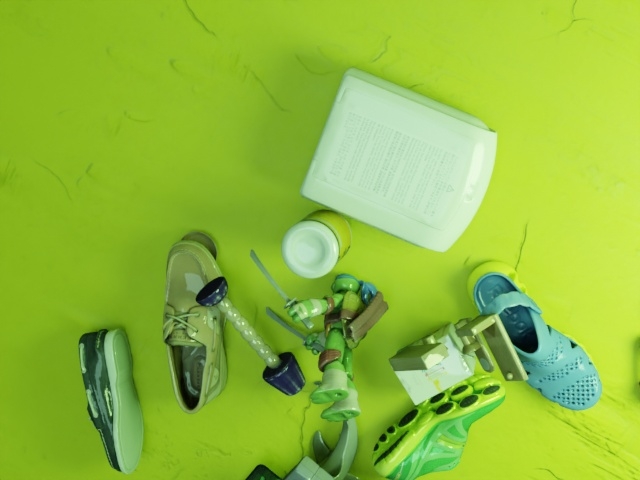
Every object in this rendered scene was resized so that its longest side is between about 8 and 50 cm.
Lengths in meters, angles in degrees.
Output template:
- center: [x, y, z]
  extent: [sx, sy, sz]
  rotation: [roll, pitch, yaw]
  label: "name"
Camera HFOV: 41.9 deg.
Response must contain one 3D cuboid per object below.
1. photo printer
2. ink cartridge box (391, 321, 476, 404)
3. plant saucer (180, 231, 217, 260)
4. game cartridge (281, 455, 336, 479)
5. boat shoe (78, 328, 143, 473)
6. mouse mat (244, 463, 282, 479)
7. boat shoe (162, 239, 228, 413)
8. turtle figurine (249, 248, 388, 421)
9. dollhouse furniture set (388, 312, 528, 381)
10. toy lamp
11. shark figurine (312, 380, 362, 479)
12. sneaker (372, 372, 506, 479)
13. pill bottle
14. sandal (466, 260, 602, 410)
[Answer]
- center: [0.147, -0.136, 1.490]
  extent: [0.307, 0.107, 0.256]
  rotation: [23, 106, 8]
  label: "photo printer"
- center: [0.219, 0.223, 1.555]
  extent: [0.143, 0.092, 0.090]
  rotation: [-32, 92, 16]
  label: "ink cartridge box"
- center: [-0.243, 0.021, 1.666]
  extent: [0.083, 0.015, 0.083]
  rotation: [3, 103, 13]
  label: "plant saucer"
- center: [-0.034, 0.596, 1.656]
  extent: [0.230, 0.068, 0.355]
  rotation: [41, 127, 7]
  label: "game cartridge"
- center: [-0.437, 0.334, 1.736]
  extent: [0.091, 0.114, 0.302]
  rotation: [-6, 88, 14]
  label: "boat shoe"
- center: [-0.108, 0.554, 1.723]
  extent: [0.152, 0.007, 0.189]
  rotation: [38, 123, 4]
  label: "mouse mat"
- center: [-0.250, 0.171, 1.642]
  extent: [0.122, 0.110, 0.341]
  rotation: [-3, 104, 16]
  label: "boat shoe"
- center: [-0.017, 0.187, 1.536]
  extent: [0.275, 0.266, 0.198]
  rotation: [8, 143, -17]
  label: "turtle figurine"
- center: [0.233, 0.219, 1.428]
  extent: [0.151, 0.144, 0.123]
  rotation: [-27, 92, -26]
  label: "dollhouse furniture set"
- center: [-0.127, 0.192, 1.615]
  extent: [0.080, 0.080, 0.274]
  rotation: [-32, 111, 18]
  label: "toy lamp"
- center: [0.028, 0.414, 1.633]
  extent: [0.166, 0.116, 0.278]
  rotation: [18, 107, 8]
  label: "shark figurine"
- center: [0.233, 0.359, 1.589]
  extent: [0.295, 0.109, 0.123]
  rotation: [-40, 116, 15]
  label: "sneaker"
- center: [0.000, 0.000, 1.513]
  extent: [0.103, 0.184, 0.103]
  rotation: [3, 102, 13]
  label: "pill bottle"
- center: [0.376, 0.184, 1.486]
  extent: [0.317, 0.138, 0.126]
  rotation: [45, 106, 0]
  label: "sandal"
